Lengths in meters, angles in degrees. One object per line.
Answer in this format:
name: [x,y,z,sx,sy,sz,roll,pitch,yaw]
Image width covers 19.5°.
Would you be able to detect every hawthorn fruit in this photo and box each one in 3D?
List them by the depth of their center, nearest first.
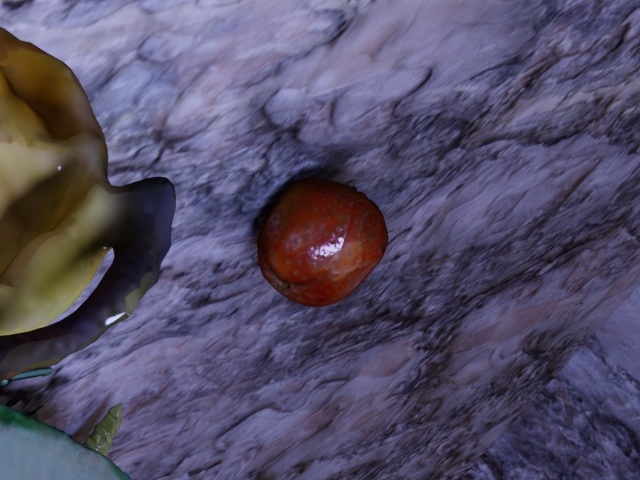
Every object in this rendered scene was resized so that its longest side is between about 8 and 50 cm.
hawthorn fruit: [0.000,0.000,1.684,0.128,0.128,0.128,-36,160,-15]

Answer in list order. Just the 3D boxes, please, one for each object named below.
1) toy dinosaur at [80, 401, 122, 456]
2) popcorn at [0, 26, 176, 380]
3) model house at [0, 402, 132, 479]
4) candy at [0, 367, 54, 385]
toy dinosaur: [-0.265,0.260,1.799,0.153,0.094,0.259,-15,140,-51]
popcorn: [-0.257,0.021,0.871,0.382,0.349,0.349,-5,164,10]
model house: [-0.343,0.277,1.488,0.280,0.245,0.312,-17,149,28]
candy: [-0.266,0.115,1.561,0.055,0.049,0.185,-14,177,17]
